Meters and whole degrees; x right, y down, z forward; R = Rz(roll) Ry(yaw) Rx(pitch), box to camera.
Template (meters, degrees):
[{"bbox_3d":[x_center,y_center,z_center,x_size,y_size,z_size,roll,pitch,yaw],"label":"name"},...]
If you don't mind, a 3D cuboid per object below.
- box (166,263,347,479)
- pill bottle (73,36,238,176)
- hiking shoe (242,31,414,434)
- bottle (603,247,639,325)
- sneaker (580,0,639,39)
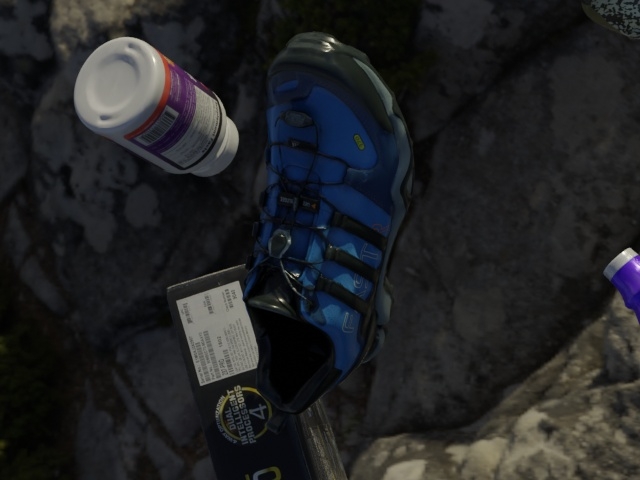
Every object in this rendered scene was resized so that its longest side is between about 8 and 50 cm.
[{"bbox_3d":[-0.030,0.237,0.992,0.097,0.318,0.395,-19,80,4],"label":"box"},{"bbox_3d":[-0.171,-0.136,1.075,0.108,0.193,0.108,-7,73,23],"label":"pill bottle"},{"bbox_3d":[0.000,0.000,0.732,0.113,0.132,0.304,11,125,25],"label":"hiking shoe"},{"bbox_3d":[0.610,0.133,1.672,0.283,0.118,0.092,49,138,22],"label":"bottle"},{"bbox_3d":[0.501,-0.227,1.115,0.158,0.410,0.182,105,179,-50],"label":"sneaker"}]
